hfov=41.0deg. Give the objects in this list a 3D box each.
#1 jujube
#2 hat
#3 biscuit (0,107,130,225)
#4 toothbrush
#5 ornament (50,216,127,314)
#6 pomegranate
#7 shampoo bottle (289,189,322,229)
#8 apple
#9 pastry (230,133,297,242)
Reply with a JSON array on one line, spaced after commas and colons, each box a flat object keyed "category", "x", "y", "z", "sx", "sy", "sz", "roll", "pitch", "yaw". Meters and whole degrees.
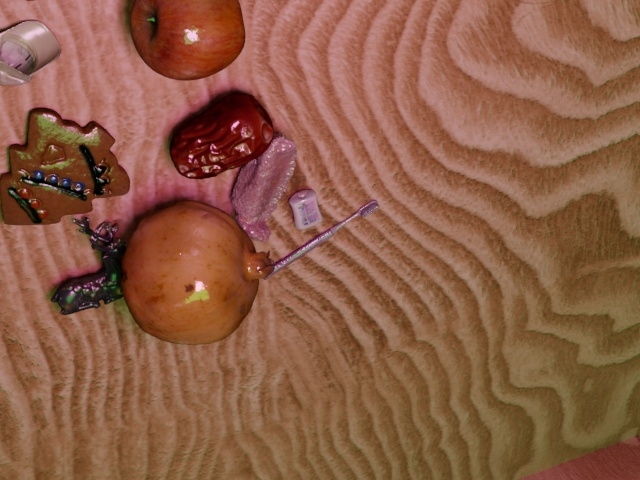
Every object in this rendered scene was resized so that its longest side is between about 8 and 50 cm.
[{"category": "jujube", "x": -0.217, "y": -0.222, "z": 1.849, "sx": 0.230, "sy": 0.155, "sz": 0.155, "roll": -24, "pitch": 132, "yaw": 5}, {"category": "hat", "x": -0.584, "y": -0.358, "z": 1.631, "sx": 0.166, "sy": 0.081, "sz": 0.122, "roll": -36, "pitch": 93, "yaw": -16}, {"category": "biscuit", "x": -0.559, "y": -0.129, "z": 1.820, "sx": 0.301, "sy": 0.043, "sz": 0.278, "roll": -43, "pitch": 131, "yaw": 10}, {"category": "toothbrush", "x": 0.000, "y": 0.000, "z": 2.190, "sx": 0.354, "sy": 0.029, "sz": 0.024, "roll": -33, "pitch": 118, "yaw": 1}, {"category": "ornament", "x": -0.525, "y": 0.048, "z": 1.934, "sx": 0.202, "sy": 0.080, "sz": 0.236, "roll": -17, "pitch": 139, "yaw": -19}, {"category": "pomegranate", "x": -0.270, "y": 0.069, "z": 1.901, "sx": 0.343, "sy": 0.342, "sz": 0.342, "roll": -13, "pitch": 129, "yaw": -16}, {"category": "shampoo bottle", "x": -0.038, "y": -0.081, "z": 2.103, "sx": 0.072, "sy": 0.043, "sz": 0.099, "roll": -22, "pitch": 130, "yaw": -9}, {"category": "apple", "x": -0.256, "y": -0.413, "z": 1.643, "sx": 0.188, "sy": 0.211, "sz": 0.211, "roll": -9, "pitch": 131, "yaw": -48}, {"category": "pastry", "x": -0.135, "y": -0.133, "z": 1.980, "sx": 0.103, "sy": 0.112, "sz": 0.265, "roll": 2, "pitch": 118, "yaw": -41}]
